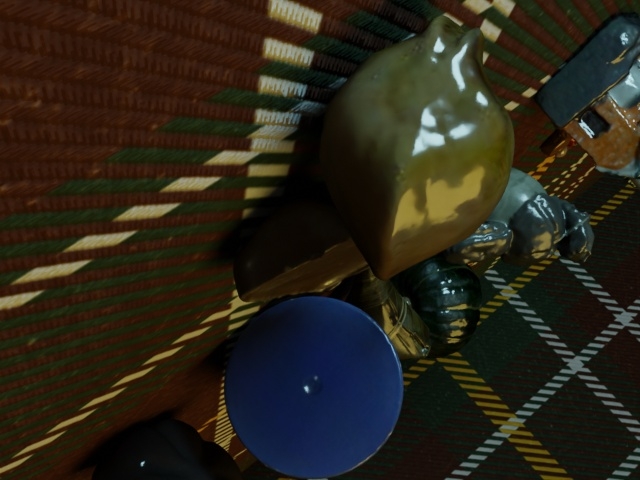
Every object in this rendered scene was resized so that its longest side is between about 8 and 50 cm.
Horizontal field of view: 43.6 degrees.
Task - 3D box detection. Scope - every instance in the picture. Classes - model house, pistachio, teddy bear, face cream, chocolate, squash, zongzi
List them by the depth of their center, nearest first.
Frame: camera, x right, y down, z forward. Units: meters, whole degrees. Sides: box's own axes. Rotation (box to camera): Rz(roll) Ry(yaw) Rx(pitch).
[{"bbox_3d":[0.081,-0.065,0.703,0.260,0.163,0.212,57,56,-77],"label":"pistachio"},{"bbox_3d":[0.000,-0.001,0.868,0.161,0.083,0.261,-27,169,17],"label":"chocolate"},{"bbox_3d":[0.193,-0.042,0.985,0.171,0.251,0.144,-19,156,-22],"label":"teddy bear"},{"bbox_3d":[-0.003,0.218,1.179,0.249,0.249,0.225,-40,169,-5],"label":"face cream"},{"bbox_3d":[0.523,-0.187,1.284,0.190,0.301,0.271,-41,168,27],"label":"model house"},{"bbox_3d":[0.035,0.136,1.382,0.248,0.241,0.111,-22,-147,23],"label":"zongzi"},{"bbox_3d":[0.206,0.119,1.518,0.218,0.172,0.218,-48,-150,40],"label":"squash"}]

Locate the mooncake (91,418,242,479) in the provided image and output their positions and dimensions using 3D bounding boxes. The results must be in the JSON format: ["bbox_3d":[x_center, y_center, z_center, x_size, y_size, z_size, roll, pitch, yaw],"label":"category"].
[{"bbox_3d":[-0.207,0.373,1.146,0.133,0.245,0.245,-47,165,16],"label":"mooncake"}]

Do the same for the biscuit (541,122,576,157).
[{"bbox_3d":[0.545,-0.250,1.642,0.205,0.049,0.324,-41,168,-4],"label":"biscuit"}]
